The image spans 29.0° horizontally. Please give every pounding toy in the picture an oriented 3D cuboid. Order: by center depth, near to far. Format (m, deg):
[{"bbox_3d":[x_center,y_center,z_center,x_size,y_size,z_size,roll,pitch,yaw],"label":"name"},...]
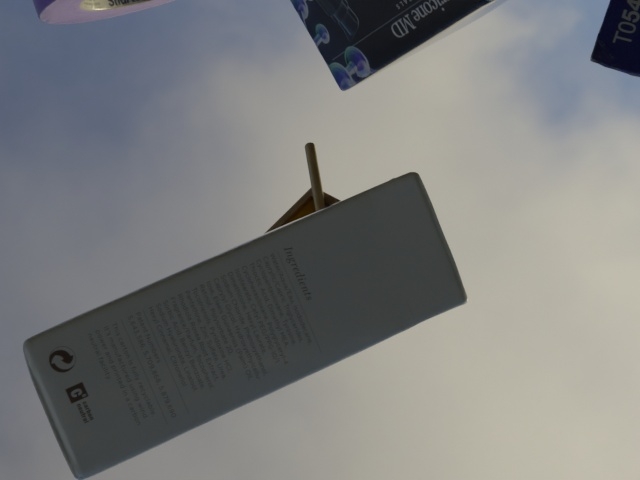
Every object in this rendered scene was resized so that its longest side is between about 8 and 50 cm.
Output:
[{"bbox_3d":[0.000,0.000,1.217,0.141,0.100,0.130,-46,-138,-14],"label":"pounding toy"}]

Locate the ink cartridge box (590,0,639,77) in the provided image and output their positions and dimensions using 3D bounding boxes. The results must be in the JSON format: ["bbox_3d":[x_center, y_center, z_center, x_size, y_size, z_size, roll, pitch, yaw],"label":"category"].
[{"bbox_3d":[0.278,-0.160,0.628,0.224,0.223,0.045,18,166,11],"label":"ink cartridge box"}]

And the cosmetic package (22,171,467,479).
[{"bbox_3d":[-0.044,0.046,0.700,0.231,0.117,0.085,-23,-89,-10],"label":"cosmetic package"}]

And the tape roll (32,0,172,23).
[{"bbox_3d":[-0.120,-0.220,0.873,0.189,0.189,0.080,-24,-84,-51],"label":"tape roll"}]

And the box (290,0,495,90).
[{"bbox_3d":[0.068,-0.409,1.331,0.212,0.293,0.395,-33,-86,-31],"label":"box"}]
